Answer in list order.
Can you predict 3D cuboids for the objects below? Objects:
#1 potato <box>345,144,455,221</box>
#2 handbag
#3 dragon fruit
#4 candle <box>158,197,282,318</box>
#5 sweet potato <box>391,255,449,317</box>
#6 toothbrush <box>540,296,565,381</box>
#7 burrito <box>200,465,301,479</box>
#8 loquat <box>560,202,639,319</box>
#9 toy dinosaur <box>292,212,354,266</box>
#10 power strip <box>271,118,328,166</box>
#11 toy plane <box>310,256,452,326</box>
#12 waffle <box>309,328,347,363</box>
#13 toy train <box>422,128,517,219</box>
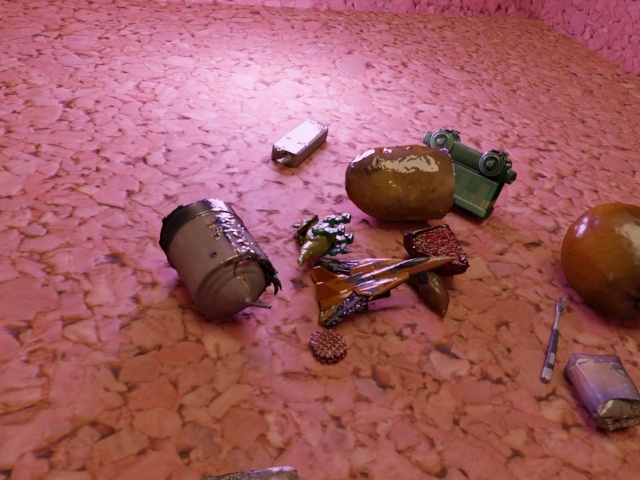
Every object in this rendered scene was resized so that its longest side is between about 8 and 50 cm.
[{"bbox_3d":[0.198,-0.157,1.541,0.266,0.229,0.229,0,40,-16],"label":"potato"},{"bbox_3d":[0.586,0.314,1.156,0.117,0.095,0.173,3,31,-2],"label":"handbag"},{"bbox_3d":[0.284,0.047,1.390,0.121,0.127,0.161,-17,47,-7],"label":"dragon fruit"},{"bbox_3d":[-0.197,0.063,1.172,0.188,0.187,0.330,-15,47,-30],"label":"candle"},{"bbox_3d":[0.249,0.093,1.356,0.068,0.068,0.226,-12,42,-27],"label":"sweet potato"},{"bbox_3d":[0.542,0.223,1.302,0.024,0.026,0.288,22,40,17],"label":"toothbrush"},{"bbox_3d":[-0.113,0.392,0.905,0.171,0.042,0.051,0,30,-17],"label":"burrito"},{"bbox_3d":[0.751,0.046,1.399,0.276,0.275,0.283,7,42,-6],"label":"loquat"},{"bbox_3d":[0.000,0.000,1.354,0.153,0.094,0.259,-7,23,7],"label":"toy dinosaur"},{"bbox_3d":[-0.073,-0.298,1.759,0.093,0.053,0.288,25,41,14],"label":"power strip"},{"bbox_3d":[0.140,0.089,1.274,0.316,0.103,0.204,-9,42,-1],"label":"toy plane"},{"bbox_3d":[0.016,0.217,1.167,0.075,0.029,0.083,-2,38,-18],"label":"waffle"},{"bbox_3d":[0.413,-0.205,1.658,0.301,0.202,0.120,31,23,22],"label":"toy train"}]
